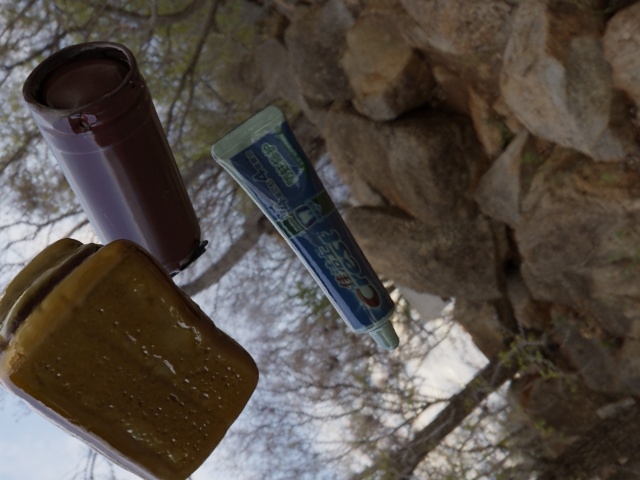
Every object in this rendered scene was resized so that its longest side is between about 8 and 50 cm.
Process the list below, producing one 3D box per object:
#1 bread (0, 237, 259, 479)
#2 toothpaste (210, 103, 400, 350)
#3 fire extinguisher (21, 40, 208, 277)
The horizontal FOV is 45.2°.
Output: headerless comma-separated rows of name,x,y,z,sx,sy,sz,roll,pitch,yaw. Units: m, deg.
bread,-0.129,0.084,0.520,0.077,0.116,0.200,15,153,37
toothpaste,0.000,0.000,0.540,0.197,0.057,0.035,56,179,-15
fire extinguisher,-0.166,-0.046,0.699,0.269,0.104,0.105,77,169,-49
